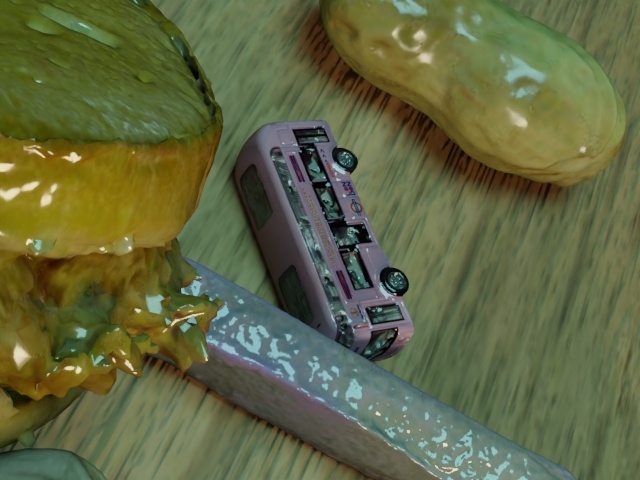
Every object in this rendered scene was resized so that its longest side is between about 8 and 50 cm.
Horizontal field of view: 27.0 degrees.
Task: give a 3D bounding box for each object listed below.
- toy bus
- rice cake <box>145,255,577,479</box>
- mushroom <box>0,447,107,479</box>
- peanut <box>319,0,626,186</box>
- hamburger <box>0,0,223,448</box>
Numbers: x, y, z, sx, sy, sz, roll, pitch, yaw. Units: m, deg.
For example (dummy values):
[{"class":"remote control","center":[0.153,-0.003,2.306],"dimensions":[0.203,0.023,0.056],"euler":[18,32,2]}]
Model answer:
[{"class":"toy bus","center":[0.000,0.000,1.035],"dimensions":[0.090,0.063,0.203],"euler":[-7,63,-34]},{"class":"rice cake","center":[0.032,0.124,0.962],"dimensions":[0.399,0.070,0.064],"euler":[30,55,-15]},{"class":"mushroom","center":[-0.117,0.241,0.692],"dimensions":[0.195,0.189,0.253],"euler":[-22,47,0]},{"class":"peanut","center":[0.140,-0.151,1.179],"dimensions":[0.319,0.147,0.147],"euler":[30,48,-18]},{"class":"hamburger","center":[-0.206,-0.005,0.693],"dimensions":[0.287,0.268,0.445],"euler":[39,21,24]}]
